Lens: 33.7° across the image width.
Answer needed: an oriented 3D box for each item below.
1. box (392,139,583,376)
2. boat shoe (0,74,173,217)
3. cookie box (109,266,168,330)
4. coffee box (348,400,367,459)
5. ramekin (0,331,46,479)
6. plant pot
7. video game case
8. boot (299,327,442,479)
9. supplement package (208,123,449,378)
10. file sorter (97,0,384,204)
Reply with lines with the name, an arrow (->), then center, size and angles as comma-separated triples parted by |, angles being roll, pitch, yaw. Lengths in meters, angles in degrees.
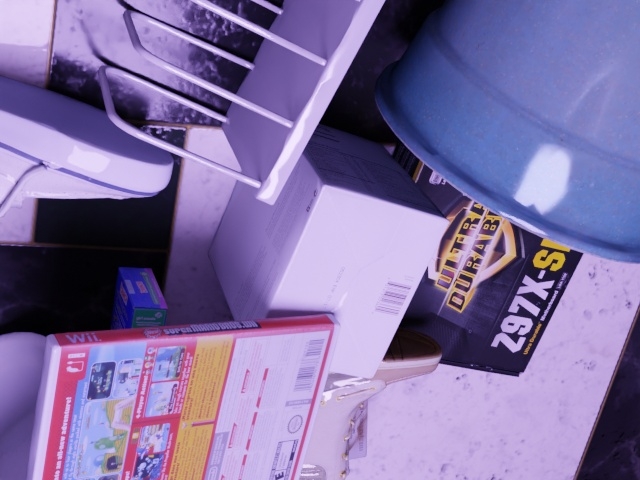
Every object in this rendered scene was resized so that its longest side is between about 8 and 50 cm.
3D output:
box -> 0.184, -0.005, 1.246 | 0.257, 0.079, 0.322 | 12, 113, -26
boat shoe -> -0.332, -0.069, 1.005 | 0.367, 0.136, 0.157 | 13, 112, -21
cookie box -> -0.203, 0.097, 1.162 | 0.040, 0.092, 0.107 | 2, 117, -22
coffee box -> -0.074, 0.199, 1.255 | 0.246, 0.098, 0.141 | -8, 117, -15
ramekin -> -0.332, 0.246, 1.100 | 0.277, 0.277, 0.135 | -36, 129, 3
plant pot -> 0.273, -0.212, 0.973 | 0.341, 0.341, 0.334 | 12, 123, -24
video game case -> -0.127, 0.168, 0.989 | 0.285, 0.025, 0.204 | -2, 119, -33
boot -> 0.031, 0.188, 1.184 | 0.213, 0.077, 0.165 | -8, 114, -9
supplement package -> 0.000, 0.000, 1.112 | 0.149, 0.203, 0.194 | 15, 112, -25
file sorter -> -0.073, -0.216, 0.979 | 0.173, 0.193, 0.278 | 21, 109, -24
